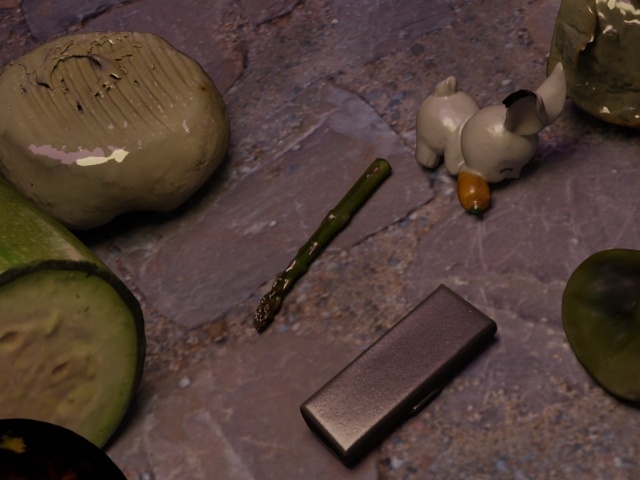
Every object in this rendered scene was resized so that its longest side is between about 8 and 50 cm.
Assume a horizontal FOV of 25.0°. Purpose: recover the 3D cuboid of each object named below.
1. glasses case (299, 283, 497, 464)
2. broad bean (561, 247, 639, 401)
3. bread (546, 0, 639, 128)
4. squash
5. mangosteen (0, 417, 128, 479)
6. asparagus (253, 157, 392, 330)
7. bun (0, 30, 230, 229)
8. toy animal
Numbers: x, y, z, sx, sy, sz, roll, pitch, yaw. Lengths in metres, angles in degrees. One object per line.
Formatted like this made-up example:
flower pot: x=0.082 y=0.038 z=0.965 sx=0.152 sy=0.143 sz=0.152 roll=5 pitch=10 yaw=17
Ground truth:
glasses case: x=0.072 y=0.122 z=1.321 sx=0.190 sy=0.042 sz=0.072 roll=-39 pitch=52 yaw=-18
broad bean: x=0.300 y=0.075 z=1.265 sx=0.153 sy=0.072 sz=0.206 roll=-39 pitch=33 yaw=-21
bread: x=0.354 y=-0.256 z=1.454 sx=0.250 sy=0.225 sz=0.279 roll=10 pitch=55 yaw=28
squash: x=-0.372 y=0.056 z=1.414 sx=0.263 sy=0.263 sz=0.384 roll=-39 pitch=44 yaw=-17
mangosteen: x=-0.263 y=0.268 z=1.205 sx=0.228 sy=0.228 sz=0.265 roll=-55 pitch=14 yaw=-31
asparagus: x=0.000 y=0.000 z=1.490 sx=0.024 sy=0.025 sz=0.248 roll=40 pitch=62 yaw=-2
bun: x=-0.238 y=-0.120 z=1.613 sx=0.272 sy=0.168 sz=0.273 roll=-3 pitch=47 yaw=3
toy animal: x=0.171 y=-0.109 z=1.462 sx=0.131 sy=0.127 sz=0.181 roll=-39 pitch=33 yaw=-27
